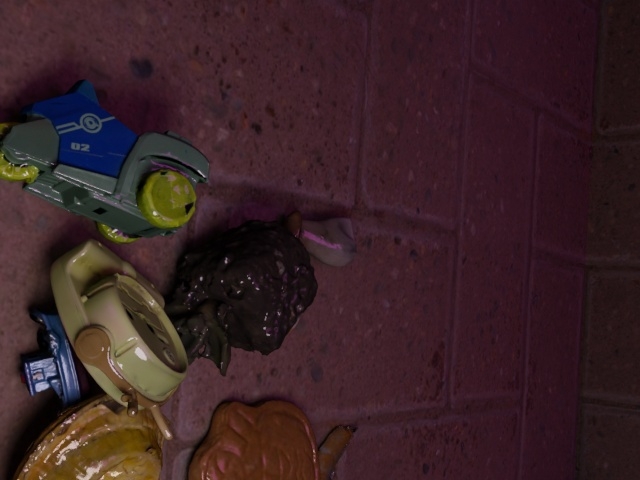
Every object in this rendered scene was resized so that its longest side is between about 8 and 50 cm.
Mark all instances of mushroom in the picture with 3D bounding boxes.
[{"bbox_3d":[0.000,0.000,1.800,0.225,0.093,0.116,3,77,-42],"label":"mushroom"}]

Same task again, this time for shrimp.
[{"bbox_3d":[0.017,0.570,1.858,0.185,0.068,0.287,15,70,-50],"label":"shrimp"}]

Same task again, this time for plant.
[{"bbox_3d":[-0.168,0.109,1.487,0.312,0.215,0.213,-33,119,-42],"label":"plant"}]

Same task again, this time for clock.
[{"bbox_3d":[-0.295,0.159,1.271,0.096,0.308,0.235,-32,144,3],"label":"clock"}]

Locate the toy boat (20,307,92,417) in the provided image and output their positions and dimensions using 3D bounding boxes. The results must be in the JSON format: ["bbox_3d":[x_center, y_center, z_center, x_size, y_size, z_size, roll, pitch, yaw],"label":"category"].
[{"bbox_3d":[-0.417,0.214,1.278,0.097,0.100,0.223,-14,103,-25],"label":"toy boat"}]

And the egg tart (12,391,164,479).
[{"bbox_3d":[-0.347,0.369,1.284,0.290,0.115,0.290,-35,140,-36],"label":"egg tart"}]

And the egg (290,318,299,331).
[{"bbox_3d":[-0.081,0.164,1.708,0.071,0.071,0.083,39,64,-44],"label":"egg"}]

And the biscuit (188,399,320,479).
[{"bbox_3d":[-0.119,0.510,1.632,0.365,0.062,0.385,25,63,-47],"label":"biscuit"}]

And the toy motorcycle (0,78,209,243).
[{"bbox_3d":[-0.353,-0.135,1.295,0.326,0.191,0.200,29,65,-33],"label":"toy motorcycle"}]
